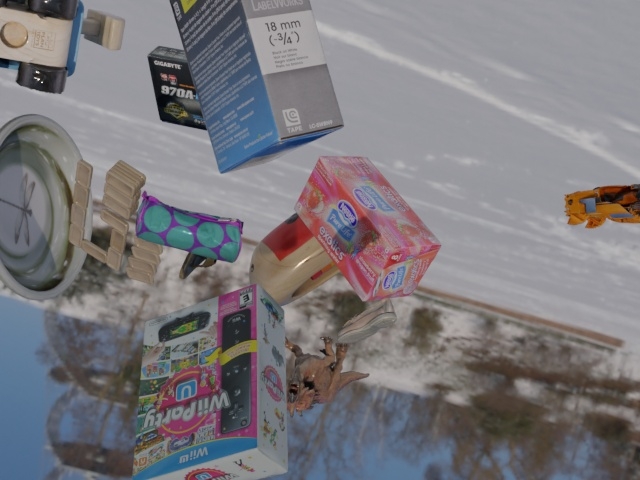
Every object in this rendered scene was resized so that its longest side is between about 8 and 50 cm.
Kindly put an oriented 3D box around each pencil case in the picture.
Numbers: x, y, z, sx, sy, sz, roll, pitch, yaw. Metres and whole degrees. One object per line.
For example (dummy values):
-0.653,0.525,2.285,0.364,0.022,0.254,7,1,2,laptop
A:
-0.185,-0.018,1.239,0.151,0.070,0.064,14,-150,-11,pencil case

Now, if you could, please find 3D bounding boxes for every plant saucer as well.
-0.639,-0.070,1.897,0.100,0.401,0.400,-2,174,16,plant saucer

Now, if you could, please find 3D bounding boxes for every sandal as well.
-0.239,0.026,1.916,0.049,0.072,0.180,36,-130,18,sandal

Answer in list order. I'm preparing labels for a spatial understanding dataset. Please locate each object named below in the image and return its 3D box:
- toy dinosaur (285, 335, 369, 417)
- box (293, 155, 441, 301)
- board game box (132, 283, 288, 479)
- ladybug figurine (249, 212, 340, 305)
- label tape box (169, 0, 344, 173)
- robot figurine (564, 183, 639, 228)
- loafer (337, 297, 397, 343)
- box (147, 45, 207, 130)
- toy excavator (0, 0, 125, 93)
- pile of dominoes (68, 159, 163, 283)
-0.011,0.336,2.067,0.127,0.201,0.295,-13,154,38,toy dinosaur
0.094,-0.031,1.842,0.142,0.154,0.300,-3,-136,-39,box
-0.173,0.241,1.399,0.224,0.303,0.097,-20,138,17,board game box
0.000,0.000,2.227,0.162,0.449,0.305,55,169,12,ladybug figurine
-0.104,-0.280,1.198,0.105,0.334,0.240,-17,-178,-26,label tape box
0.668,-0.071,1.804,0.290,0.085,0.211,-2,176,38,robot figurine
0.075,0.131,1.419,0.045,0.039,0.125,16,146,-39,loafer
-0.269,-0.332,1.960,0.220,0.051,0.175,14,134,19,box
-0.641,-0.498,2.019,0.432,0.223,0.445,5,-159,-25,toy excavator
-0.359,-0.035,1.593,0.196,0.040,0.251,32,139,5,pile of dominoes
